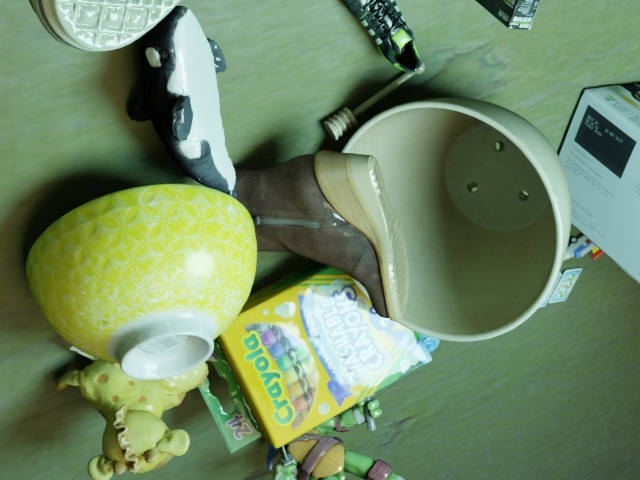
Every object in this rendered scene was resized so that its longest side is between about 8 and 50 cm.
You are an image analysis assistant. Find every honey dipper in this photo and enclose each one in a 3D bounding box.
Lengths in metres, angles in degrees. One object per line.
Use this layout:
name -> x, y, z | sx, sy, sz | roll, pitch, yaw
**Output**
honey dipper -> 0.076, -0.192, 1.559 | 0.160, 0.030, 0.030 | -36, 141, -7

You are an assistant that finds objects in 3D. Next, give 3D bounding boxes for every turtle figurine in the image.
turtle figurine -> 0.029, 0.331, 1.808 | 0.198, 0.266, 0.275 | -26, 152, -59

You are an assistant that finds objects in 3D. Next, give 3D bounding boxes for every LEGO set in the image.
LEGO set -> 0.437, 0.031, 2.032 | 0.182, 0.060, 0.244 | -6, 129, -40

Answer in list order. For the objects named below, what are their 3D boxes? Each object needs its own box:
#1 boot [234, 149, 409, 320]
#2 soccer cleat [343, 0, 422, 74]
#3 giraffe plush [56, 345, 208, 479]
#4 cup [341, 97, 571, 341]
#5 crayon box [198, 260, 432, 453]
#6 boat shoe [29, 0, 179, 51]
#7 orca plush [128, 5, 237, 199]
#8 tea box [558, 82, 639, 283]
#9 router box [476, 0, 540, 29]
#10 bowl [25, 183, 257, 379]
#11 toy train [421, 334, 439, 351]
boot -> 0.000, 0.000, 1.528 | 0.206, 0.090, 0.249 | -7, 114, 22
soccer cleat -> 0.081, -0.277, 1.448 | 0.060, 0.072, 0.179 | -41, 141, 1
giraffe plush -> -0.243, 0.236, 1.560 | 0.181, 0.171, 0.210 | -38, 146, 25
cup -> 0.209, -0.059, 1.607 | 0.237, 0.331, 0.331 | -36, 152, -55
crayon box -> -0.022, 0.157, 1.687 | 0.322, 0.083, 0.203 | -28, 102, -14
boat shoe -> -0.107, -0.386, 1.145 | 0.500, 0.156, 0.187 | -45, 137, -13
orca plush -> -0.172, -0.158, 1.380 | 0.287, 0.102, 0.151 | 65, 33, -60
tea box -> 0.598, -0.083, 1.835 | 0.323, 0.329, 0.220 | -10, 132, -31
router box -> 0.236, -0.337, 1.476 | 0.038, 0.122, 0.092 | -5, 129, -30
bowl -> -0.204, 0.077, 1.423 | 0.289, 0.156, 0.289 | -14, 151, -8
toy train -> 0.129, 0.137, 1.872 | 0.105, 0.080, 0.184 | -25, 139, -8
